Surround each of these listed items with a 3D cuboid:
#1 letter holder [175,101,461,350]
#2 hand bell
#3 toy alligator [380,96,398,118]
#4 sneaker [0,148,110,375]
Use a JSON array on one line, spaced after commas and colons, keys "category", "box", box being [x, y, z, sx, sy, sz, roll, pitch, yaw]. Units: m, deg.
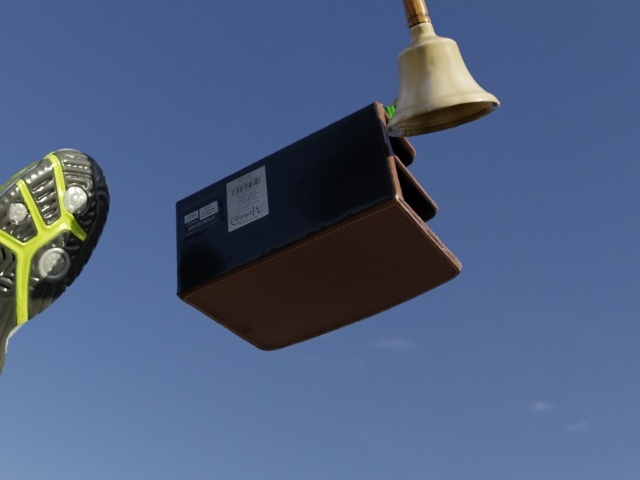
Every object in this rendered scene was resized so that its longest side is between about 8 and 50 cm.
[{"category": "letter holder", "box": [0.000, 0.000, 1.077, 0.301, 0.152, 0.214, -24, -39, 21]}, {"category": "hand bell", "box": [0.107, -0.248, 0.930, 0.126, 0.242, 0.126, -12, -6, -1]}, {"category": "toy alligator", "box": [0.133, -0.177, 1.236, 0.189, 0.056, 0.051, -16, -36, 6]}, {"category": "sneaker", "box": [-0.398, 0.046, 0.987, 0.147, 0.385, 0.145, 19, -20, 47]}]
